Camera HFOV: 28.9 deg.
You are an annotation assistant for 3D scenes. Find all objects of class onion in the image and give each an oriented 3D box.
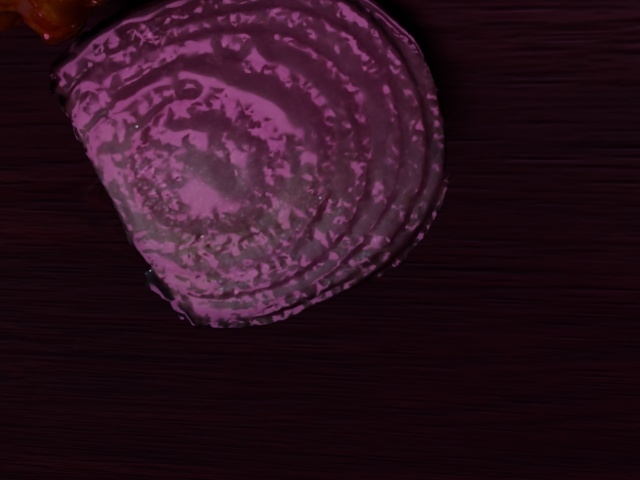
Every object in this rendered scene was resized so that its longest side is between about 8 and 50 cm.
[{"bbox_3d":[-0.039,-0.079,0.910,0.247,0.111,0.250,-24,105,3],"label":"onion"}]

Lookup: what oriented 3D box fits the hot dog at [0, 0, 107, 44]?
[{"bbox_3d":[-0.180,-0.216,0.757,0.150,0.153,0.256,22,139,-9],"label":"hot dog"}]
